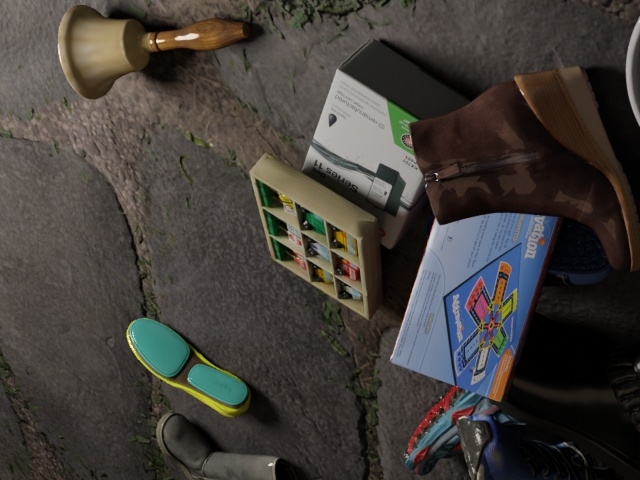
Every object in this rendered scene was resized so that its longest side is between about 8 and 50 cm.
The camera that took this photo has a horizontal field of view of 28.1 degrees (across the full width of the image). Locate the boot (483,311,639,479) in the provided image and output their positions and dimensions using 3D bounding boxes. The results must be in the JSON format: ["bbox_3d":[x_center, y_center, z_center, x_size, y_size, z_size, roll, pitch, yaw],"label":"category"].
[{"bbox_3d":[0.353,0.138,1.492,0.348,0.131,0.260,30,144,0],"label":"boot"}]

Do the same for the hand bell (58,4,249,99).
[{"bbox_3d":[-0.202,-0.256,1.645,0.242,0.126,0.126,-4,121,26],"label":"hand bell"}]

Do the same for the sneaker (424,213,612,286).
[{"bbox_3d":[0.240,0.020,1.538,0.232,0.081,0.090,13,149,26],"label":"sneaker"}]

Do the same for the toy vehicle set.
[{"bbox_3d":[0.000,0.000,1.643,0.166,0.035,0.267,31,162,17],"label":"toy vehicle set"}]

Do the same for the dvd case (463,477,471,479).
[{"bbox_3d":[0.243,0.460,1.804,0.253,0.022,0.180,63,166,12],"label":"dvd case"}]

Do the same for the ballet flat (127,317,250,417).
[{"bbox_3d":[-0.213,0.211,2.039,0.231,0.077,0.077,32,153,10],"label":"ballet flat"}]

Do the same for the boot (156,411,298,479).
[{"bbox_3d":[-0.151,0.362,2.108,0.208,0.076,0.189,4,140,44],"label":"boot"}]

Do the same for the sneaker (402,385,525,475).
[{"bbox_3d":[0.204,0.265,1.736,0.125,0.104,0.262,37,138,4],"label":"sneaker"}]

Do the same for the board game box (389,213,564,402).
[{"bbox_3d":[0.189,0.031,1.482,0.145,0.027,0.281,18,91,27],"label":"board game box"}]

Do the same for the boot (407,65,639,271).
[{"bbox_3d":[0.228,-0.054,1.410,0.207,0.090,0.248,-21,97,11],"label":"boot"}]

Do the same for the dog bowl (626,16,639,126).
[{"bbox_3d":[0.432,-0.166,1.210,0.265,0.104,0.265,21,134,23],"label":"dog bowl"}]

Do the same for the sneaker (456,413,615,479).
[{"bbox_3d":[0.287,0.289,1.628,0.147,0.129,0.330,-29,140,21],"label":"sneaker"}]

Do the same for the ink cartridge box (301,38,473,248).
[{"bbox_3d":[0.073,-0.112,1.542,0.153,0.087,0.208,33,138,12],"label":"ink cartridge box"}]
